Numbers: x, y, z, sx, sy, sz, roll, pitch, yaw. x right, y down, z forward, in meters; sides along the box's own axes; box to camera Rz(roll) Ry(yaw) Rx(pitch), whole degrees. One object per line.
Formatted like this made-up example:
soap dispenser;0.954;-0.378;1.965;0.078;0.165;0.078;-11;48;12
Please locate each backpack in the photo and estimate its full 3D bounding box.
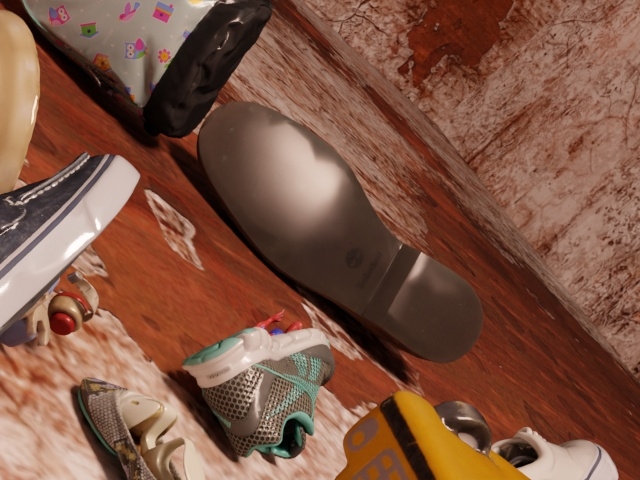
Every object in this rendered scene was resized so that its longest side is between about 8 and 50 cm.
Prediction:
backpack;-0.149;-0.186;1.115;0.182;0.152;0.115;36;1;5

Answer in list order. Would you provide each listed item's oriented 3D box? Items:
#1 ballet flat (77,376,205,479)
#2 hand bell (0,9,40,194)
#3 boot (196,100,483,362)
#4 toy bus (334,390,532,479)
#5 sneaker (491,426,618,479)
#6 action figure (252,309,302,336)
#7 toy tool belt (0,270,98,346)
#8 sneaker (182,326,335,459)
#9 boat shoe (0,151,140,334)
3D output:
ballet flat;-0.080;0.100;0.663;0.041;0.041;0.114;34;17;-49
hand bell;-0.248;-0.075;0.548;0.242;0.126;0.126;20;27;-40
boot;0.000;0.000;1.221;0.305;0.112;0.115;42;-14;-17
toy bus;0.119;0.216;0.772;0.333;0.130;0.108;39;15;-37
sneaker;0.190;0.199;1.183;0.091;0.094;0.258;53;13;5
action figure;-0.029;0.072;0.973;0.038;0.030;0.115;55;15;10
toy tool belt;-0.147;0.028;0.654;0.083;0.052;0.051;48;34;-28
sneaker;-0.028;0.097;0.849;0.076;0.065;0.166;67;19;11
boat shoe;-0.145;0.001;0.525;0.083;0.065;0.183;44;45;-5
